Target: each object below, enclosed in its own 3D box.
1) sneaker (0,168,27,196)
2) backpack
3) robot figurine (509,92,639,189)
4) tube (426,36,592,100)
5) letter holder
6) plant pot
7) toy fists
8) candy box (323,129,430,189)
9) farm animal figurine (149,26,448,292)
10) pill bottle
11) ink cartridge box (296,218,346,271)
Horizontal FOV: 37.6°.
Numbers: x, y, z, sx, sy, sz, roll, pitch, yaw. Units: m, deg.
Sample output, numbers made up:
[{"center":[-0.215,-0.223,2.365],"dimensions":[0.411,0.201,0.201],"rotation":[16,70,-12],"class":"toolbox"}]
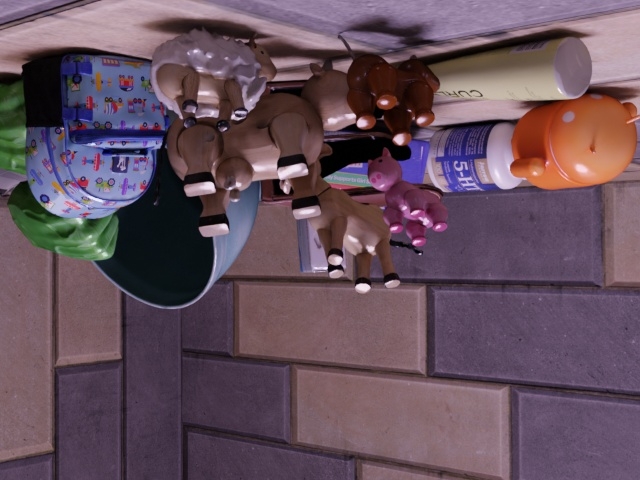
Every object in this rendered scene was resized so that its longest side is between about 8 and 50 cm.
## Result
[{"center":[-0.639,-0.135,1.843],"dimensions":[0.272,0.108,0.100],"rotation":[1,-179,16],"class":"sneaker"},{"center":[-0.247,-0.112,1.045],"dimensions":[0.117,0.173,0.158],"rotation":[-1,178,39],"class":"backpack"},{"center":[0.351,-0.137,1.302],"dimensions":[0.158,0.128,0.219],"rotation":[9,178,-15],"class":"robot figurine"},{"center":[0.175,-0.174,1.007],"dimensions":[0.240,0.062,0.070],"rotation":[7,145,51],"class":"tube"},{"center":[0.057,-0.124,1.294],"dimensions":[0.215,0.152,0.302],"rotation":[-2,179,12],"class":"letter holder"},{"center":[-0.200,-0.077,1.330],"dimensions":[0.293,0.293,0.196],"rotation":[-1,-155,39],"class":"plant pot"},{"center":[-0.348,-0.086,1.206],"dimensions":[0.142,0.279,0.096],"rotation":[14,-132,36],"class":"toy fists"},{"center":[0.039,-0.119,1.656],"dimensions":[0.268,0.122,0.317],"rotation":[9,178,1],"class":"candy box"},{"center":[-0.018,-0.099,1.017],"dimensions":[0.327,0.172,0.330],"rotation":[0,141,-10],"class":"farm animal figurine"},{"center":[0.282,-0.139,1.564],"dimensions":[0.187,0.112,0.112],"rotation":[-1,179,41],"class":"pill bottle"},{"center":[0.000,0.000,1.343],"dimensions":[0.052,0.088,0.122],"rotation":[-4,179,-8],"class":"ink cartridge box"}]
